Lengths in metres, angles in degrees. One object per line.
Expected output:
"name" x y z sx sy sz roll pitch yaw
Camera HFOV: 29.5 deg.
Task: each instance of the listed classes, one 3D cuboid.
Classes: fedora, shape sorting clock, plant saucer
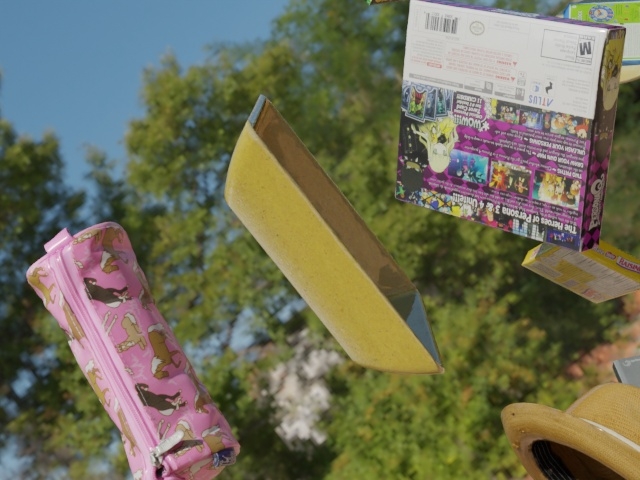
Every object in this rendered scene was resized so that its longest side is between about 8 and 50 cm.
"fedora" 0.225 0.160 0.886 0.079 0.194 0.194 -48 -4 -18
"shape sorting clock" 0.451 -0.315 1.907 0.206 0.206 0.040 -36 -37 -18
"plant saucer" 0.000 0.000 1.387 0.081 0.333 0.333 -38 9 8

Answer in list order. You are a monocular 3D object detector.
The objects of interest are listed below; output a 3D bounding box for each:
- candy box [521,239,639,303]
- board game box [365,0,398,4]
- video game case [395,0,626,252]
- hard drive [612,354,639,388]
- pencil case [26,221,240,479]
"candy box" 0.300 0.030 1.381 0.206 0.105 0.027 113 -177 -82
"board game box" 0.050 -0.441 1.812 0.136 0.260 0.030 -15 -37 -40
"video game case" 0.176 -0.117 1.181 0.041 0.232 0.210 -14 -67 -44
"hard drive" 0.444 0.205 1.564 0.094 0.135 0.022 -10 -41 -6
"pencil case" -0.259 0.165 1.661 0.160 0.386 0.167 -22 -14 -32
